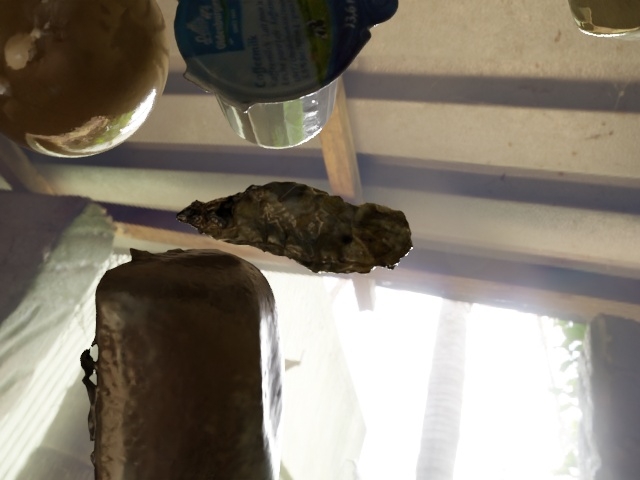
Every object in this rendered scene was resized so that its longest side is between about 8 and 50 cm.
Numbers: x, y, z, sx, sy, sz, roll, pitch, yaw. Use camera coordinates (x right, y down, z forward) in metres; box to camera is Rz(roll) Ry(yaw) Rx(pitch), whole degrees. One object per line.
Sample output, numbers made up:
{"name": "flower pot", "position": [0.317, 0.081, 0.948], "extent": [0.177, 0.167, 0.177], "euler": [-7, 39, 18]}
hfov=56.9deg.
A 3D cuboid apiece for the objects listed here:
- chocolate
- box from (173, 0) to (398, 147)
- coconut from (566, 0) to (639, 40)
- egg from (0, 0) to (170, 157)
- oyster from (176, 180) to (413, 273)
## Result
{"name": "chocolate", "position": [-0.072, 0.133, 0.401], "extent": [0.083, 0.161, 0.262], "euler": [5, -81, 27]}
{"name": "box", "position": [-0.046, -0.265, 0.849], "extent": [0.291, 0.263, 0.206], "euler": [-13, -18, -5]}
{"name": "coconut", "position": [0.407, -0.366, 0.757], "extent": [0.224, 0.224, 0.224], "euler": [12, -37, 9]}
{"name": "egg", "position": [-0.399, -0.291, 0.937], "extent": [0.301, 0.301, 0.374], "euler": [35, -34, -20]}
{"name": "oyster", "position": [-0.043, -0.024, 0.809], "extent": [0.344, 0.129, 0.079], "euler": [9, -36, 15]}
